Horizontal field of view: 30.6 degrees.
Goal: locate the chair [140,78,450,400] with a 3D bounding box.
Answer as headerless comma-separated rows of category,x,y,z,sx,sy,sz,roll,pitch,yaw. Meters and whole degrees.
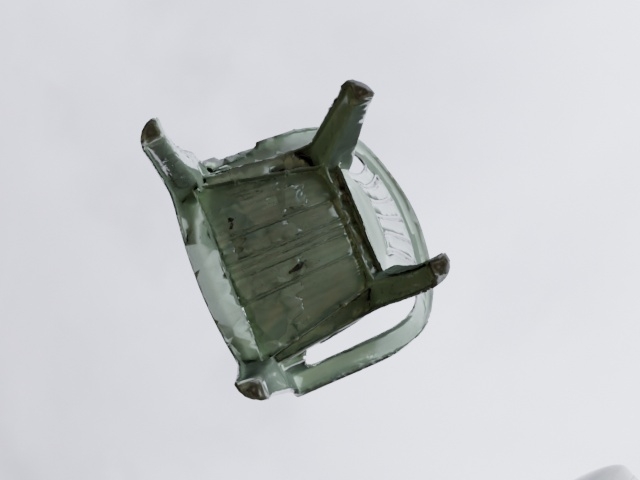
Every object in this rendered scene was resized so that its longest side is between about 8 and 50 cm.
chair,0.000,0.000,0.860,0.275,0.190,0.203,110,-42,-83

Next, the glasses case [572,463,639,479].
glasses case,0.158,0.191,0.775,0.041,0.063,0.164,48,-29,11
